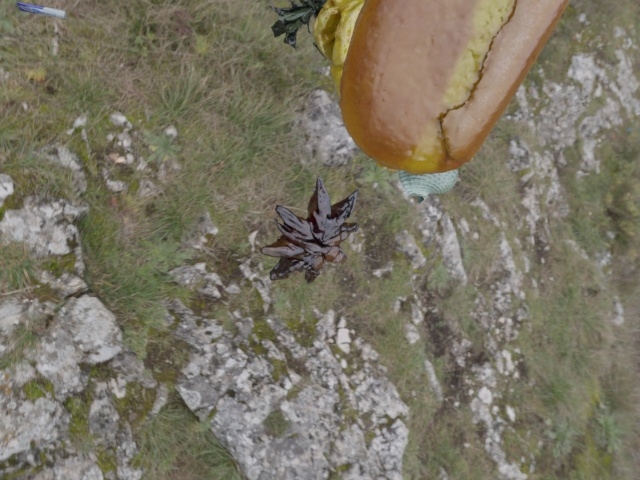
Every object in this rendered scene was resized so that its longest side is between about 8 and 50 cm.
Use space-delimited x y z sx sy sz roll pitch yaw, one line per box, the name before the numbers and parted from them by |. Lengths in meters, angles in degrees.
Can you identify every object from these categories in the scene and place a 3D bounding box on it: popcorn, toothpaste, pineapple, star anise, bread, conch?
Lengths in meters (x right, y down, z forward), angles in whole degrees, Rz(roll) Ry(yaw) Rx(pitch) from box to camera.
popcorn | 0.127 -0.451 1.213 0.316 0.281 0.297 48 32 -13
toothpaste | -0.535 -0.441 0.970 0.083 0.024 0.015 4 74 -13
pineapple | -0.005 -0.612 1.329 0.277 0.119 0.130 -36 109 -17
star anise | 0.000 0.000 1.065 0.271 0.102 0.272 -19 130 -24
bread | 0.135 -0.206 0.522 0.204 0.156 0.288 20 118 -6
conch | 0.145 -0.093 0.669 0.076 0.057 0.085 38 42 0
